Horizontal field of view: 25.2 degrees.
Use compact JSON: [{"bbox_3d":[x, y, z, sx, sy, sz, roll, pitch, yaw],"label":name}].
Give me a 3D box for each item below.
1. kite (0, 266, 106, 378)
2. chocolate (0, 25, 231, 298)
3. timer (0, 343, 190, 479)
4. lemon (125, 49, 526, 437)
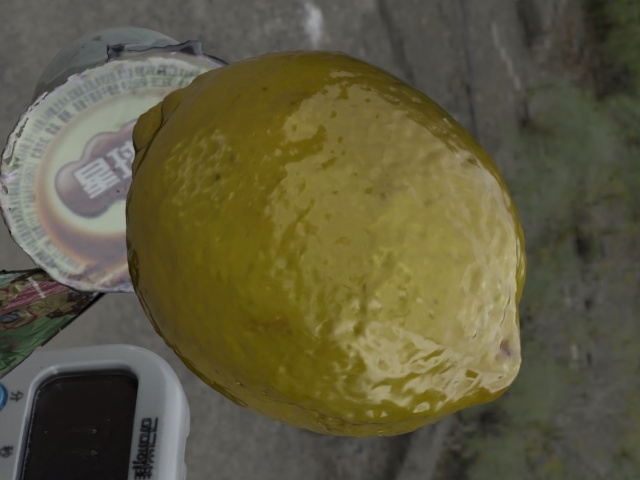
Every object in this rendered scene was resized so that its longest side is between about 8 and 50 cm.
[{"bbox_3d":[-0.262,0.060,1.082,0.323,0.268,0.013,62,8,-72],"label":"kite"},{"bbox_3d":[-0.130,-0.074,1.028,0.147,0.221,0.221,-110,177,-54],"label":"chocolate"},{"bbox_3d":[-0.241,0.221,1.323,0.087,0.237,0.262,78,10,-50],"label":"timer"},{"bbox_3d":[0.000,0.000,0.788,0.204,0.260,0.204,-45,156,-26],"label":"lemon"}]
